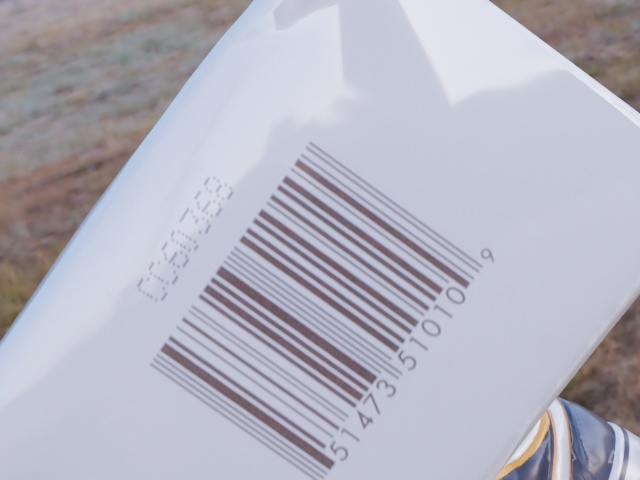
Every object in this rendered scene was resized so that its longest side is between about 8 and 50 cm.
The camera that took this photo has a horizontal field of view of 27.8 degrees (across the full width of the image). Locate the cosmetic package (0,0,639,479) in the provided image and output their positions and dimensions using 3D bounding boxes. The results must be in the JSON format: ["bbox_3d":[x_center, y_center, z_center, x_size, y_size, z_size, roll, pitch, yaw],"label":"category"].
[{"bbox_3d":[0.000,0.000,0.567,0.217,0.156,0.385,-54,3,7],"label":"cosmetic package"}]

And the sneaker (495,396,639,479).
[{"bbox_3d":[0.100,0.226,0.760,0.126,0.127,0.321,-53,11,47],"label":"sneaker"}]
